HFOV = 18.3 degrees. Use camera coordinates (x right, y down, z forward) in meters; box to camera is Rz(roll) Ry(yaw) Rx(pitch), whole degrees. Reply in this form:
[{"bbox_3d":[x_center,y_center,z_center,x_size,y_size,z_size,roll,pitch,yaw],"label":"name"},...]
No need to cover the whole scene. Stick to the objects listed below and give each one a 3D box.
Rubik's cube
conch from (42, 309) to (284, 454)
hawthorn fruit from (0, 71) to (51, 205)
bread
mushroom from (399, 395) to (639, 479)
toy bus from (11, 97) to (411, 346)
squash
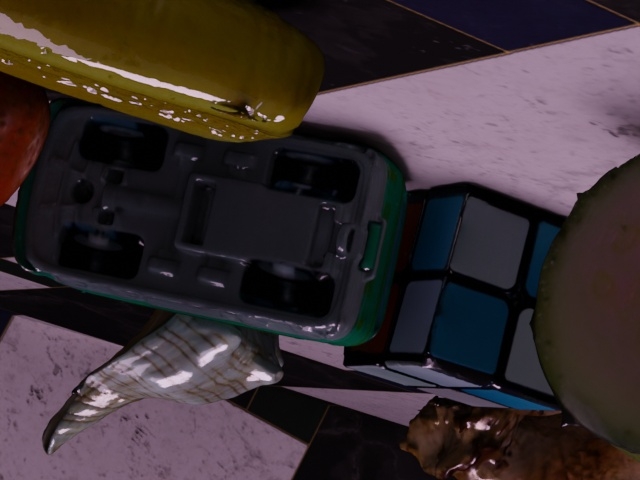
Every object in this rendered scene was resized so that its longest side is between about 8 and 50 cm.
[{"bbox_3d":[0.146,0.059,1.919,0.167,0.183,0.180,18,167,-25],"label":"Rubik's cube"},{"bbox_3d":[-0.112,0.097,2.021,0.169,0.386,0.203,35,172,3],"label":"conch"},{"bbox_3d":[-0.337,-0.087,1.745,0.179,0.200,0.179,16,164,5],"label":"hawthorn fruit"},{"bbox_3d":[-0.173,-0.166,1.351,0.383,0.112,0.166,18,171,-26],"label":"bread"},{"bbox_3d":[0.335,0.212,2.119,0.331,0.356,0.334,-30,98,44],"label":"mushroom"},{"bbox_3d":[-0.089,-0.015,1.855,0.343,0.183,0.199,12,175,19],"label":"toy bus"},{"bbox_3d":[0.374,0.093,1.575,0.263,0.263,0.384,5,166,41],"label":"squash"}]
